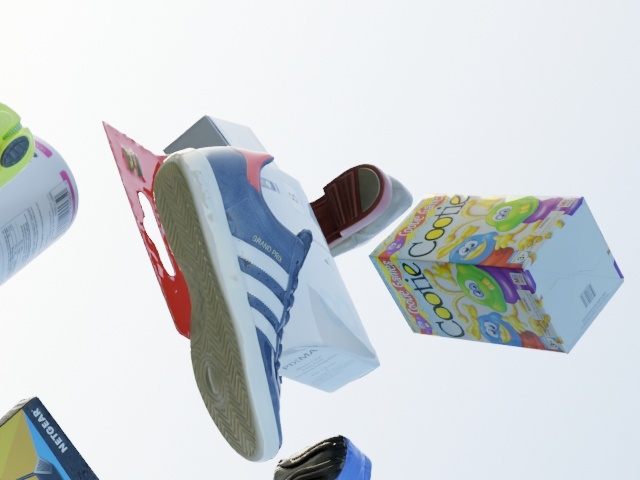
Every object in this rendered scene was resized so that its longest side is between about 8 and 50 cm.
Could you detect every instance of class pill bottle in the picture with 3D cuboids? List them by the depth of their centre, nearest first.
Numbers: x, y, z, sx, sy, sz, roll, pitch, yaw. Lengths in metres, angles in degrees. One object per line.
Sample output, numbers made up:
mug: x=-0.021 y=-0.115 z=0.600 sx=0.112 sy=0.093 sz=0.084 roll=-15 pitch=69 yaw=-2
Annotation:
pill bottle: x=-0.430 y=-0.013 z=1.730 sx=0.160 sy=0.283 sz=0.160 roll=10 pitch=-61 yaw=19

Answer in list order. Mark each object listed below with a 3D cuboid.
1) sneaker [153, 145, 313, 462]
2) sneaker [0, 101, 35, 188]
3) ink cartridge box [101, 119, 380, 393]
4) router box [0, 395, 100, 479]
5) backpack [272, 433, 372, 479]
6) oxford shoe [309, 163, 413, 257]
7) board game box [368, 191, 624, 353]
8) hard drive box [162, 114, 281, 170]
sneaker: x=-0.067 y=0.063 z=1.568 sx=0.131 sy=0.148 sz=0.350 roll=-9 pitch=-87 yaw=57
sneaker: x=-0.395 y=-0.048 z=1.251 sx=0.123 sy=0.295 sz=0.109 roll=-139 pitch=-156 yaw=-80
ink cartridge box: x=-0.093 y=0.011 z=1.782 sx=0.091 sy=0.385 sz=0.308 roll=-31 pitch=-118 yaw=16
router box: x=-0.287 y=0.268 z=1.433 sx=0.046 sy=0.133 sz=0.179 roll=-19 pitch=-70 yaw=51
backpack: x=0.010 y=0.303 z=1.779 sx=0.120 sy=0.101 sz=0.098 roll=-34 pitch=-150 yaw=25
oxford shoe: x=0.000 y=0.000 z=2.335 sx=0.348 sy=0.130 sz=0.123 roll=-27 pitch=-118 yaw=29
board game box: x=0.223 y=0.036 z=1.842 sx=0.275 sy=0.144 sz=0.142 roll=3 pitch=-48 yaw=49
hard drive box: x=-0.122 y=-0.088 z=2.172 sx=0.181 sy=0.089 sz=0.232 roll=54 pitch=10 yaw=8
